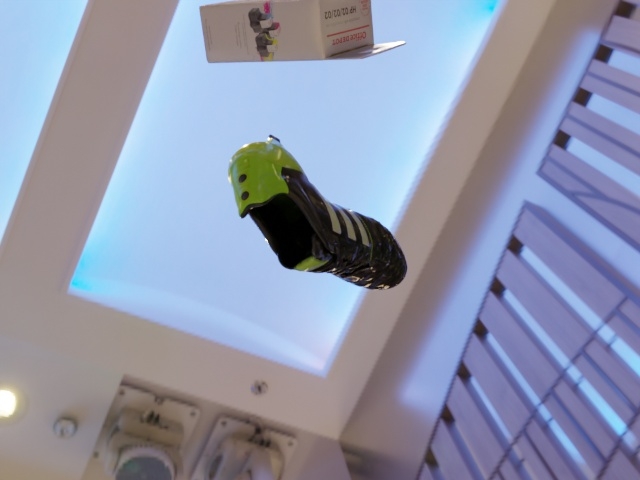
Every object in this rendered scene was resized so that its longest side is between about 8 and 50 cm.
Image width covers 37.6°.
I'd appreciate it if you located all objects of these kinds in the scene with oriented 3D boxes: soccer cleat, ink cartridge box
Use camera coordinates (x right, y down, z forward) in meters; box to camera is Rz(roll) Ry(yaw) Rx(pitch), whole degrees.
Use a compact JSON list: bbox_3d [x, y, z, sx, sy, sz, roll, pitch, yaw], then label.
[{"bbox_3d":[0.000,0.000,0.647,0.060,0.072,0.179,-28,-45,26],"label":"soccer cleat"},{"bbox_3d":[-0.017,-0.217,0.946,0.181,0.104,0.061,5,-69,31],"label":"ink cartridge box"}]
